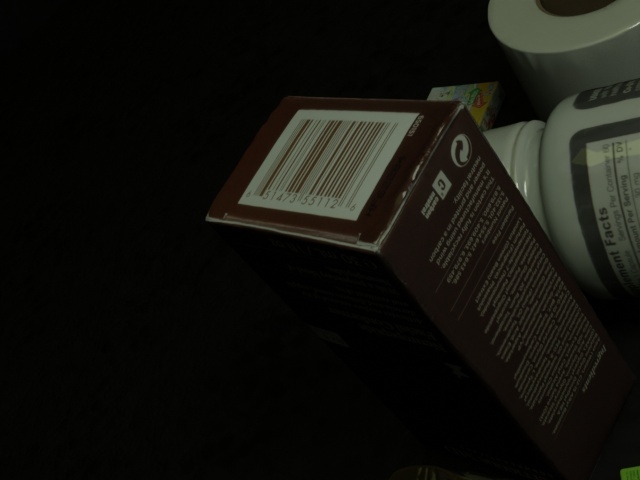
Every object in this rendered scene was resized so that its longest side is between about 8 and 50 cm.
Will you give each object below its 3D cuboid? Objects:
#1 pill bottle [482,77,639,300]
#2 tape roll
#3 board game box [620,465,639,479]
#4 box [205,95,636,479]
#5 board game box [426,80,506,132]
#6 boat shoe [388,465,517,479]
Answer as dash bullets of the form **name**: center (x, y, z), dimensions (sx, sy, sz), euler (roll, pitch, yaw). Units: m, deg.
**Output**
- **pill bottle**: center (0.326, -0.053, 0.877), dimensions (0.361, 0.204, 0.204), euler (-9, 47, 33)
- **tape roll**: center (0.332, -0.237, 1.084), dimensions (0.246, 0.169, 0.246), euler (-22, 41, 21)
- **board game box**: center (0.363, 0.210, 0.723), dimensions (0.260, 0.039, 0.124), euler (-20, 42, 28)
- **box**: center (0.098, 0.054, 0.816), dimensions (0.191, 0.381, 0.143), euler (10, 61, 45)
- **board game box**: center (0.164, -0.136, 1.239), dimensions (0.103, 0.026, 0.154), euler (1, 53, 41)
- **boat shoe**: center (0.133, 0.238, 0.876), dimensions (0.152, 0.049, 0.056), euler (1, 72, 35)
